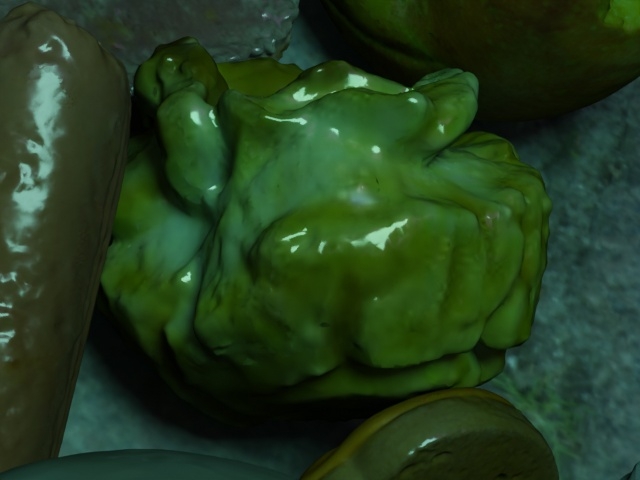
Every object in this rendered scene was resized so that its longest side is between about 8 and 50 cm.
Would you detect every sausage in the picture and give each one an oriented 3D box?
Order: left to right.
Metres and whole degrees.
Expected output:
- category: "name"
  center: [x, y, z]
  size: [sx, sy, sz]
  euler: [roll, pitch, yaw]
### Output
- category: "sausage"
  center: [-0.143, 0.041, 0.756]
  size: [0.086, 0.086, 0.289]
  euler: [14, 82, -18]

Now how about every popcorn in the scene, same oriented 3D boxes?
- category: "popcorn"
  center: [0.000, 0.000, 0.831]
  size: [0.204, 0.221, 0.184]
  euler: [-1, 95, -58]

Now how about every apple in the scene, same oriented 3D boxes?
- category: "apple"
  center: [0.116, -0.192, 0.980]
  size: [0.226, 0.246, 0.246]
  euler: [-19, 71, -44]

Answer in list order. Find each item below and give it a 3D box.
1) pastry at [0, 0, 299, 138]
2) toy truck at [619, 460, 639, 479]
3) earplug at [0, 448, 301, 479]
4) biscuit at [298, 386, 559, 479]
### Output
- category: "pastry"
  center: [-0.131, -0.088, 0.887]
  size: [0.265, 0.112, 0.103]
  euler: [-8, 53, -42]
- category: "toy truck"
  center: [0.230, 0.270, 0.793]
  size: [0.176, 0.178, 0.363]
  euler: [-9, 65, -40]
- category: "earplug"
  center: [-0.107, 0.239, 0.568]
  size: [0.394, 0.312, 0.313]
  euler: [-22, 72, -34]
- category: "biscuit"
  center: [0.033, 0.138, 0.807]
  size: [0.170, 0.170, 0.050]
  euler: [-8, 40, -29]
